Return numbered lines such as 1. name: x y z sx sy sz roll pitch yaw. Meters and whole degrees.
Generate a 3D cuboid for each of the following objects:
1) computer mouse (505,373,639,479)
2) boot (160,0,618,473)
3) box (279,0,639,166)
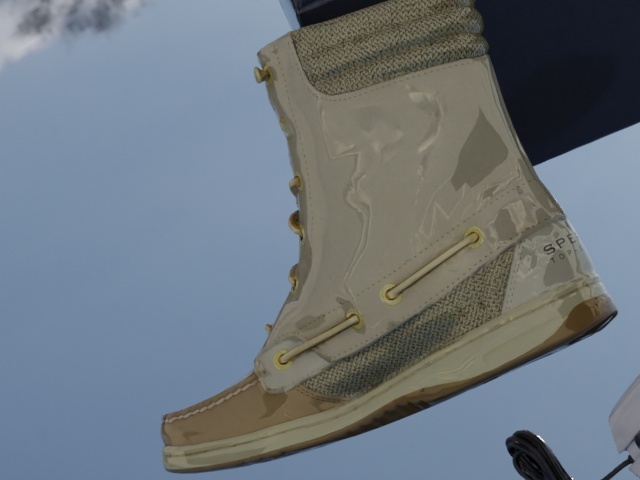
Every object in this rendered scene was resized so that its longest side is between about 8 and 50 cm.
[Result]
1. computer mouse: 0.201 0.104 0.908 0.193 0.042 0.106 -45 -122 21
2. boot: 0.000 0.000 0.816 0.262 0.203 0.095 -26 172 27
3. box: 0.129 -0.224 0.996 0.343 0.179 0.312 -23 -137 0
